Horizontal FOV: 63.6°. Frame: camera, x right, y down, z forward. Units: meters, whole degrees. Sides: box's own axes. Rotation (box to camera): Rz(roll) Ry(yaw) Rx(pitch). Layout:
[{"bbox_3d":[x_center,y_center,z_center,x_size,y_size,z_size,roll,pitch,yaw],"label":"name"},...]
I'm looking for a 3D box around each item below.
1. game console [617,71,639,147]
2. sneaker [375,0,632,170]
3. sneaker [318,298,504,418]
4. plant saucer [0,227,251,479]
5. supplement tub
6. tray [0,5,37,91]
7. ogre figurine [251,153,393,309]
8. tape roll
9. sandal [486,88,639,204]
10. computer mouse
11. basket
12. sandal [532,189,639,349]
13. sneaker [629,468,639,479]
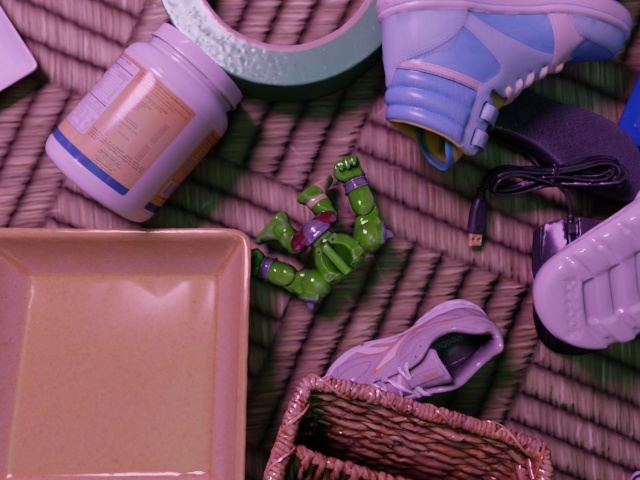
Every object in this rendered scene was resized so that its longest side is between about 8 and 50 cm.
[{"bbox_3d":[0.561,-0.220,0.615,0.173,0.250,0.293,-1,115,-39],"label":"game console"},{"bbox_3d":[0.214,-0.186,0.619,0.318,0.127,0.208,0,98,-11],"label":"sneaker"},{"bbox_3d":[0.102,0.160,0.630,0.262,0.121,0.099,-34,91,-1],"label":"sneaker"},{"bbox_3d":[-0.248,0.155,0.615,0.332,0.081,0.333,0,76,-1],"label":"plant saucer"},{"bbox_3d":[-0.203,-0.137,0.613,0.144,0.144,0.200,41,88,-1],"label":"supplement tub"},{"bbox_3d":[-0.508,-0.208,0.661,0.270,0.030,0.145,-32,91,-2],"label":"tray"},{"bbox_3d":[0.000,0.000,0.644,0.197,0.097,0.118,-39,79,-13],"label":"ogre figurine"},{"bbox_3d":[-0.044,-0.344,0.656,0.320,0.077,0.322,0,90,-1],"label":"tape roll"},{"bbox_3d":[0.305,-0.136,0.683,0.254,0.054,0.097,34,81,8],"label":"sandal"},{"bbox_3d":[0.277,0.027,0.649,0.183,0.060,0.262,3,104,18],"label":"computer mouse"},{"bbox_3d":[0.074,0.315,0.543,0.299,0.214,0.223,19,126,-2],"label":"basket"},{"bbox_3d":[0.426,-0.022,0.568,0.416,0.102,0.170,-24,98,10],"label":"sandal"},{"bbox_3d":[0.508,0.388,0.667,0.228,0.086,0.132,12,94,8],"label":"sneaker"}]
